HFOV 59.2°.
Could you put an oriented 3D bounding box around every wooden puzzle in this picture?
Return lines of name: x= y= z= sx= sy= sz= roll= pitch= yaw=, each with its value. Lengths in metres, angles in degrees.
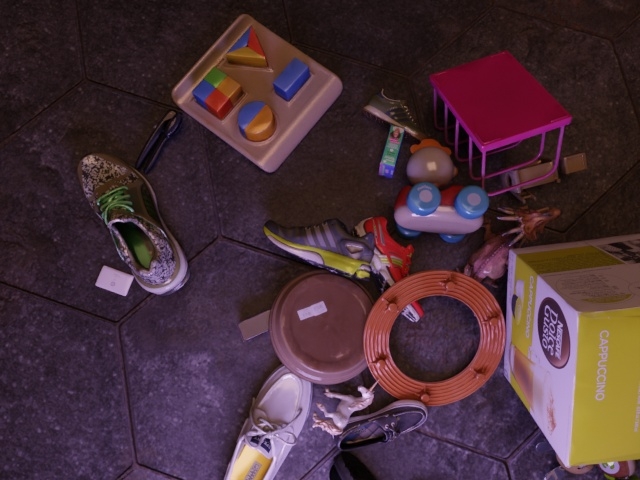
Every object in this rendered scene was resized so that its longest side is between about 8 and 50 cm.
wooden puzzle: x=-0.166 y=-0.399 z=1.469 sx=0.348 sy=0.080 sz=0.322 roll=38 pitch=81 yaw=7

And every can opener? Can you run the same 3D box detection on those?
can opener: x=-0.421 y=-0.259 z=1.454 sx=0.059 sy=0.073 sz=0.186 roll=36 pitch=90 yaw=-1

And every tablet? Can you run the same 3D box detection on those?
tablet: x=-0.514 y=0.101 z=1.406 sx=0.083 sy=0.006 sz=0.054 roll=19 pitch=79 yaw=4

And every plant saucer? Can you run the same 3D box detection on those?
plant saucer: x=0.016 y=0.199 z=1.335 sx=0.278 sy=0.041 sz=0.277 roll=4 pitch=72 yaw=-12

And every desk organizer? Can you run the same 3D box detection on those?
desk organizer: x=-0.132 y=0.198 z=1.363 sx=0.130 sy=0.050 sz=0.047 roll=-23 pitch=80 yaw=-4

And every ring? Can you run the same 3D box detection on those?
ring: x=0.267 y=0.232 z=1.300 sx=0.337 sy=0.032 sz=0.336 roll=-1 pitch=102 yaw=-5

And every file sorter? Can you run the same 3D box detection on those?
file sorter: x=0.411 y=-0.273 z=1.336 sx=0.202 sy=0.182 sz=0.290 roll=-18 pitch=49 yaw=-2

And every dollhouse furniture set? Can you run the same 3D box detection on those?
dollhouse furniture set: x=0.567 y=-0.126 z=1.426 sx=0.182 sy=0.101 sz=0.160 roll=-14 pitch=103 yaw=-3

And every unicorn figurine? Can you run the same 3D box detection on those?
unicorn figurine: x=0.054 y=0.383 z=1.306 sx=0.111 sy=0.060 sz=0.162 roll=19 pitch=58 yaw=19

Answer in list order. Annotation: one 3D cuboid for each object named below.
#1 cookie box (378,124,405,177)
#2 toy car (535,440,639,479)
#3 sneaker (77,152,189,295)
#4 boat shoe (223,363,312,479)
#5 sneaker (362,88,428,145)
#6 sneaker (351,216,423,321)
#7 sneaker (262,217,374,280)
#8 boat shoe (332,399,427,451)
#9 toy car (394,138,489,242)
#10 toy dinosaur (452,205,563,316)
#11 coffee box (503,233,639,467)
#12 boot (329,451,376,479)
cookie box: x=0.180 y=-0.224 z=1.428 sx=0.040 sy=0.092 sz=0.107 roll=14 pitch=79 yaw=6
toy car: x=0.590 y=0.486 z=1.268 sx=0.189 sy=0.149 sz=0.155 roll=-15 pitch=89 yaw=8
sneaker: x=-0.462 y=-0.061 z=1.349 sx=0.158 sy=0.182 sz=0.410 roll=-36 pitch=80 yaw=-6
boat shoe: x=-0.127 y=0.443 z=1.260 sx=0.136 sy=0.156 sz=0.367 roll=28 pitch=80 yaw=5
sneaker: x=0.210 y=-0.326 z=1.461 sx=0.192 sy=0.064 sz=0.086 roll=32 pitch=85 yaw=9
sneaker: x=0.185 y=0.062 z=1.367 sx=0.118 sy=0.107 sz=0.279 roll=-27 pitch=81 yaw=-12
sneaker: x=0.000 y=0.000 z=1.351 sx=0.300 sy=0.111 sz=0.121 roll=20 pitch=81 yaw=21
boat shoe: x=0.139 y=0.431 z=1.291 sx=0.229 sy=0.076 sz=0.080 roll=-11 pitch=105 yaw=-1
toy car: x=0.285 y=-0.141 z=1.351 sx=0.210 sy=0.219 sz=0.237 roll=4 pitch=73 yaw=1
toy dinosaur: x=0.416 y=0.028 z=1.321 sx=0.127 sy=0.200 sz=0.295 roll=35 pitch=81 yaw=7
coffee box: x=0.604 y=0.207 z=1.159 sx=0.338 sy=0.334 sz=0.337 roll=-6 pitch=110 yaw=-1
boot: x=0.044 y=0.675 z=1.229 sx=0.260 sy=0.131 sz=0.348 roll=-34 pitch=65 yaw=8
